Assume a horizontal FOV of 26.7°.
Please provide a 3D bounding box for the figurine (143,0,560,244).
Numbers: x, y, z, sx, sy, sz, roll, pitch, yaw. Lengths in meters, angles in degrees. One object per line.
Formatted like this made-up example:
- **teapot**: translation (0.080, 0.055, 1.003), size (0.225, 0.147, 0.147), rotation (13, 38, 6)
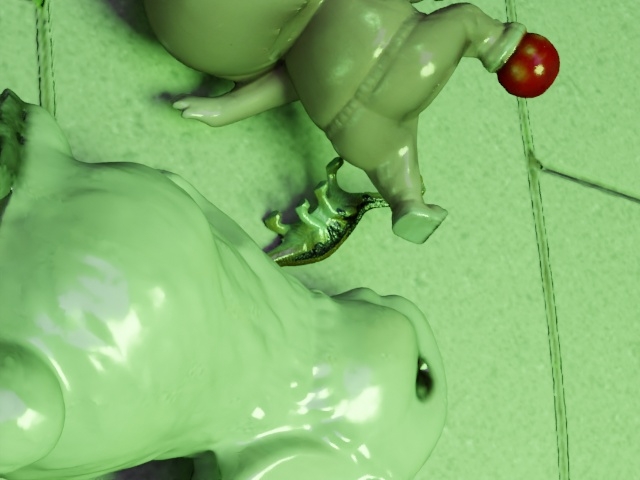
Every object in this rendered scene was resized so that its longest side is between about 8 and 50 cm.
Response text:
- **figurine**: translation (0.007, -0.145, 0.905), size (0.287, 0.176, 0.186), rotation (36, 40, 6)

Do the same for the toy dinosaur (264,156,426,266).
- **toy dinosaur**: translation (-0.006, -0.014, 0.929), size (0.180, 0.037, 0.058), rotation (-31, 99, -13)

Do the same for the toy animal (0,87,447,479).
- **toy animal**: translation (-0.073, 0.077, 0.788), size (0.357, 0.194, 0.258), rotation (27, 41, -27)
